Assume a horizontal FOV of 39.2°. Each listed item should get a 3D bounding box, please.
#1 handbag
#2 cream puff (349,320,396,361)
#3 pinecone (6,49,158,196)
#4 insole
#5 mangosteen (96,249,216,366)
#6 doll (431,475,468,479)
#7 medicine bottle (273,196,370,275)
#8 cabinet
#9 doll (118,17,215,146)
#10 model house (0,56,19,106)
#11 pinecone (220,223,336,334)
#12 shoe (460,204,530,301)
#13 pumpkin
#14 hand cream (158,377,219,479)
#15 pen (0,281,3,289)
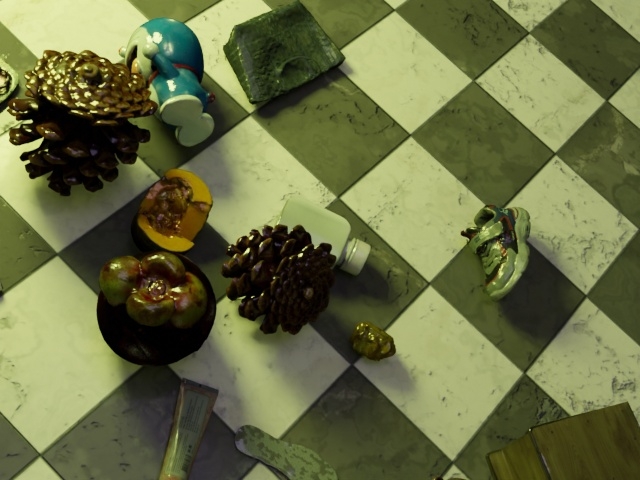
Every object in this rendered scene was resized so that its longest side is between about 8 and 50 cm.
[{"bbox_3d":[-0.082,-0.395,1.892,0.270,0.088,0.175,-31,84,-30],"label":"handbag"},{"bbox_3d":[0.096,0.187,1.642,0.083,0.083,0.058,25,97,-18],"label":"cream puff"},{"bbox_3d":[-0.427,-0.201,1.564,0.264,0.264,0.264,8,60,-15],"label":"pinecone"},{"bbox_3d":[-0.057,0.369,1.515,0.193,0.006,0.065,27,58,-3],"label":"insole"},{"bbox_3d":[-0.267,0.107,1.472,0.210,0.210,0.210,8,60,-15],"label":"mangosteen"},{"bbox_3d":[0.239,0.484,1.506,0.188,0.096,0.145,44,65,-4],"label":"doll"},{"bbox_3d":[0.000,0.000,1.701,0.183,0.069,0.119,24,56,-4],"label":"medicine bottle"},{"bbox_3d":[0.436,0.390,1.573,0.215,0.175,0.148,-9,66,-22],"label":"cabinet"},{"bbox_3d":[-0.288,-0.300,1.707,0.161,0.215,0.257,-18,54,-5],"label":"doll"},{"bbox_3d":[-0.694,-0.305,1.582,0.207,0.154,0.294,40,57,7],"label":"model house"},{"bbox_3d":[-0.079,0.060,1.577,0.208,0.208,0.207,8,60,-15],"label":"pinecone"},{"bbox_3d":[0.345,0.008,1.794,0.125,0.099,0.227,26,52,-13],"label":"shoe"},{"bbox_3d":[-0.273,-0.032,1.603,0.119,0.107,0.183,31,47,-9],"label":"pumpkin"},{"bbox_3d":[-0.222,0.325,1.466,0.067,0.043,0.209,21,52,-10],"label":"hand cream"},{"bbox_3d":[-0.609,0.118,1.453,0.204,0.025,0.025,-33,77,-30],"label":"pen"}]
